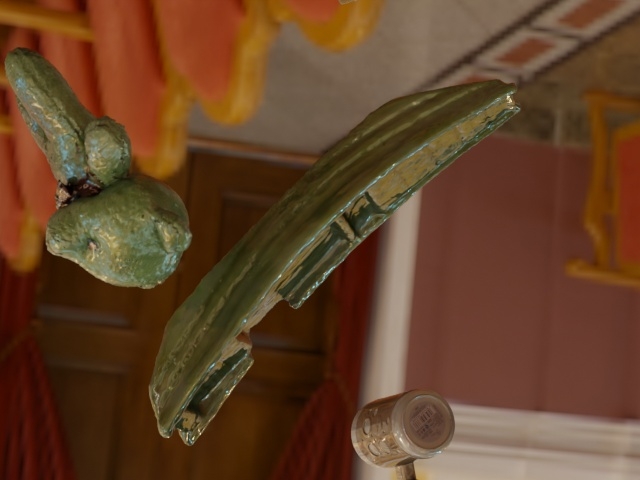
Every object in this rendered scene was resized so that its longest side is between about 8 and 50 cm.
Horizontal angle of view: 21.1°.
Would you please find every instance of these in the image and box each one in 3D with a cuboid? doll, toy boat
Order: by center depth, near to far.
[{"bbox_3d":[-0.134,-0.036,0.967,0.077,0.150,0.115,-31,171,-20],"label":"doll"},{"bbox_3d":[0.000,0.000,1.035,0.055,0.293,0.093,45,179,15],"label":"toy boat"}]

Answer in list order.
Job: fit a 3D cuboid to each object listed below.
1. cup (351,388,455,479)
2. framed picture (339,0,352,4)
[{"bbox_3d":[0.083,0.203,1.730,0.074,0.102,0.099,14,161,-21],"label":"cup"},{"bbox_3d":[0.107,-0.368,2.108,0.136,0.201,0.010,-13,128,33],"label":"framed picture"}]
